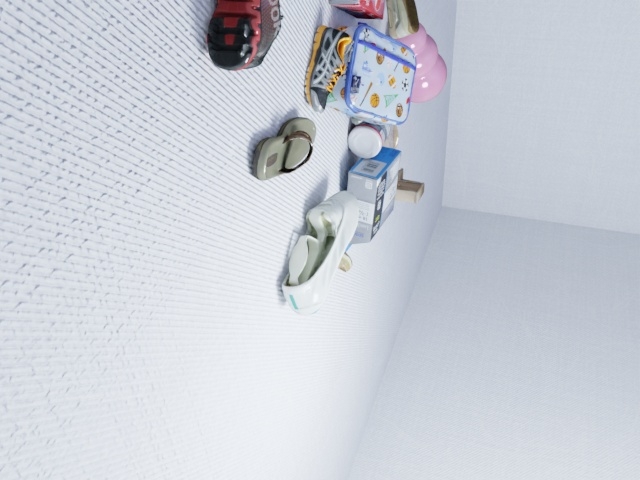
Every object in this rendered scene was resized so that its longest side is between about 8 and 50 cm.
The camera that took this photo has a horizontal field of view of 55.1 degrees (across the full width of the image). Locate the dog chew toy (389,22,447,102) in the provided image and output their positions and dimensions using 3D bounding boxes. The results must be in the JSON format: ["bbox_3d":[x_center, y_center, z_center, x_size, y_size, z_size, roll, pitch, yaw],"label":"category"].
[{"bbox_3d":[0.334,-0.648,2.192,0.332,0.206,0.207,54,47,-55],"label":"dog chew toy"}]

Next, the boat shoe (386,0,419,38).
[{"bbox_3d":[0.238,-0.800,1.957,0.109,0.098,0.303,-16,96,-52],"label":"boat shoe"}]

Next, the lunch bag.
[{"bbox_3d":[0.139,-0.451,1.669,0.303,0.114,0.243,6,96,-49],"label":"lunch bag"}]

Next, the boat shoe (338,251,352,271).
[{"bbox_3d":[0.041,0.057,1.861,0.072,0.068,0.190,-61,147,-18],"label":"boat shoe"}]

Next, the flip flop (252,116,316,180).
[{"bbox_3d":[-0.063,-0.198,1.350,0.277,0.080,0.112,-46,142,-61],"label":"flip flop"}]

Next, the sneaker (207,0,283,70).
[{"bbox_3d":[-0.117,-0.418,1.036,0.135,0.097,0.276,-12,113,-71],"label":"sneaker"}]

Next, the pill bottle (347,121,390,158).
[{"bbox_3d":[0.162,-0.345,1.934,0.180,0.107,0.108,-59,153,-49],"label":"pill bottle"}]

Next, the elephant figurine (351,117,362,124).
[{"bbox_3d":[0.175,-0.468,1.895,0.169,0.185,0.240,40,-63,60],"label":"elephant figurine"}]

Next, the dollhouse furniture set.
[{"bbox_3d":[0.310,-0.337,2.298,0.303,0.173,0.356,-51,147,-58],"label":"dollhouse furniture set"}]

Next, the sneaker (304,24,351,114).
[{"bbox_3d":[0.018,-0.413,1.490,0.084,0.083,0.215,-6,106,-74],"label":"sneaker"}]

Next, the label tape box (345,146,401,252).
[{"bbox_3d":[0.162,-0.110,1.993,0.241,0.105,0.334,-50,151,-51],"label":"label tape box"}]

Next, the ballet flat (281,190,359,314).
[{"bbox_3d":[0.000,0.000,1.609,0.139,0.139,0.400,73,32,-55],"label":"ballet flat"}]

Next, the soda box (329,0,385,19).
[{"bbox_3d":[0.103,-0.652,1.629,0.263,0.083,0.092,-32,130,-68],"label":"soda box"}]
